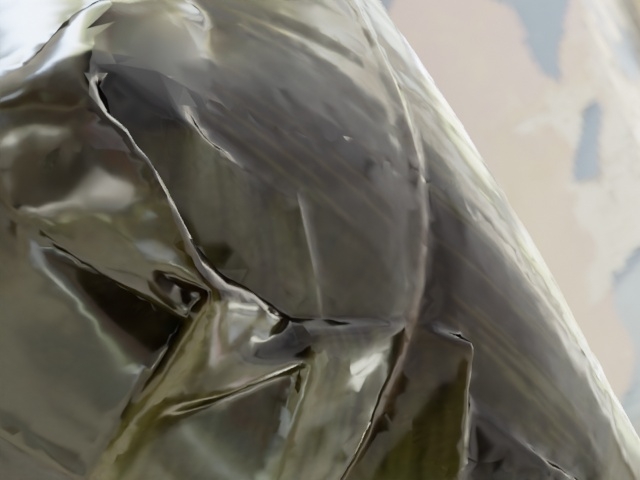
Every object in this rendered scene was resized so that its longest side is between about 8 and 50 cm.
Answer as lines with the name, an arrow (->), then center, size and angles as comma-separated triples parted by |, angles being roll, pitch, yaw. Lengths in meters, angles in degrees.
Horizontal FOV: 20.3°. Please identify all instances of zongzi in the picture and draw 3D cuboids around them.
zongzi -> 0.000, 0.000, 0.529 | 0.317, 0.154, 0.289 | 35, -150, -27
